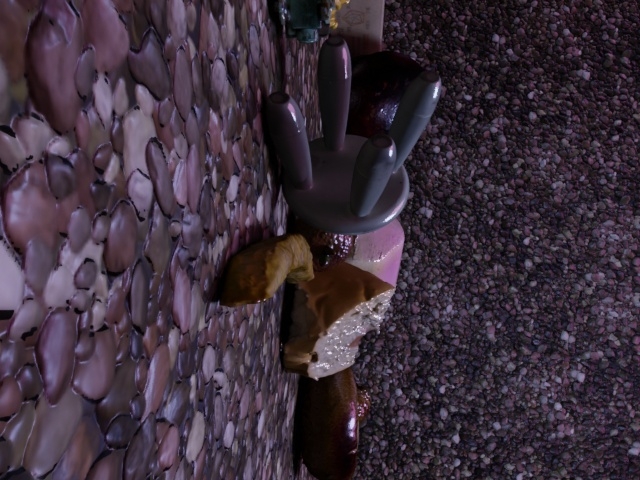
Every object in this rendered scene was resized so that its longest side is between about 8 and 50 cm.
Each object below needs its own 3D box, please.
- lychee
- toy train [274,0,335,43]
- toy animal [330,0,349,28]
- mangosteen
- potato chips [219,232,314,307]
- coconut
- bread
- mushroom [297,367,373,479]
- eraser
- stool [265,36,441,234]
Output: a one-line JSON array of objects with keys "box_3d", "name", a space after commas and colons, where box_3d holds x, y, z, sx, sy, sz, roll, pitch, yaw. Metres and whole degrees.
[{"box_3d": [0.000, 0.000, 0.909, 0.146, 0.114, 0.114, -119, -154, -62], "name": "lychee"}, {"box_3d": [-0.022, -0.356, 0.659, 0.125, 0.081, 0.193, -101, -171, -69], "name": "toy train"}, {"box_3d": [-0.016, -0.385, 0.802, 0.070, 0.083, 0.159, -61, 172, 20], "name": "toy animal"}, {"box_3d": [0.153, -0.378, 1.388, 0.297, 0.297, 0.293, 44, 29, -83], "name": "mangosteen"}, {"box_3d": [-0.050, 0.030, 0.669, 0.407, 0.057, 0.080, 9, 81, -85], "name": "potato chips"}, {"box_3d": [0.073, 0.017, 1.167, 0.233, 0.233, 0.245, -78, 170, -58], "name": "coconut"}, {"box_3d": [-0.020, 0.137, 0.962, 0.211, 0.224, 0.183, -18, 127, -39], "name": "bread"}, {"box_3d": [0.028, 0.430, 1.235, 0.278, 0.163, 0.296, -52, 146, -65], "name": "mushroom"}, {"box_3d": [0.097, -0.575, 1.375, 0.343, 0.144, 0.078, 78, 15, -73], "name": "eraser"}, {"box_3d": [0.041, -0.140, 0.722, 0.195, 0.195, 0.198, -53, 160, -33], "name": "stool"}]
